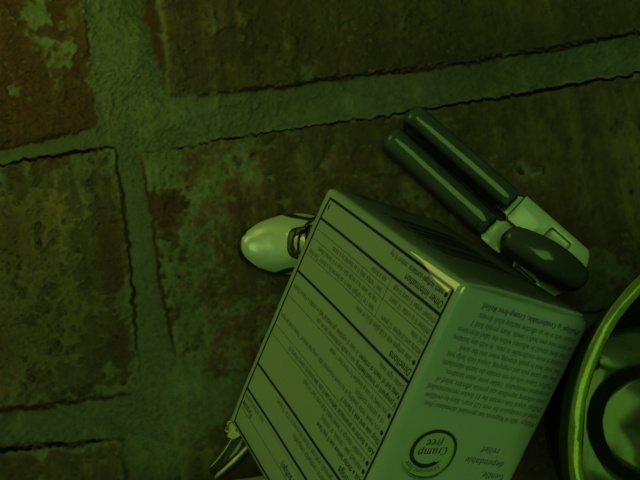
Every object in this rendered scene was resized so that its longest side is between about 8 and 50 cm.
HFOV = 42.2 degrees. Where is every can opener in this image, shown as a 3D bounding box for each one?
[{"bbox_3d":[0.195,-0.049,0.957,0.283,0.095,0.076,43,84,7],"label":"can opener"}]

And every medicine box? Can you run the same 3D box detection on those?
[{"bbox_3d":[0.064,0.133,0.800,0.149,0.263,0.289,16,103,-29],"label":"medicine box"}]

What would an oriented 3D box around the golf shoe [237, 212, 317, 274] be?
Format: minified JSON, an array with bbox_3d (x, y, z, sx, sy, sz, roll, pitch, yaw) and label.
[{"bbox_3d":[0.000,0.000,0.956,0.198,0.094,0.077,-1,82,2],"label":"golf shoe"}]

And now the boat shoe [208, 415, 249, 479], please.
[{"bbox_3d":[-0.083,0.211,0.948,0.043,0.049,0.137,40,82,10],"label":"boat shoe"}]

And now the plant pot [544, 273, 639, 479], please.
[{"bbox_3d":[0.370,0.187,0.788,0.367,0.353,0.366,0,81,0],"label":"plant pot"}]

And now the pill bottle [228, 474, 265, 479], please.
[{"bbox_3d":[-0.165,0.353,0.863,0.319,0.176,0.176,-9,81,0],"label":"pill bottle"}]
